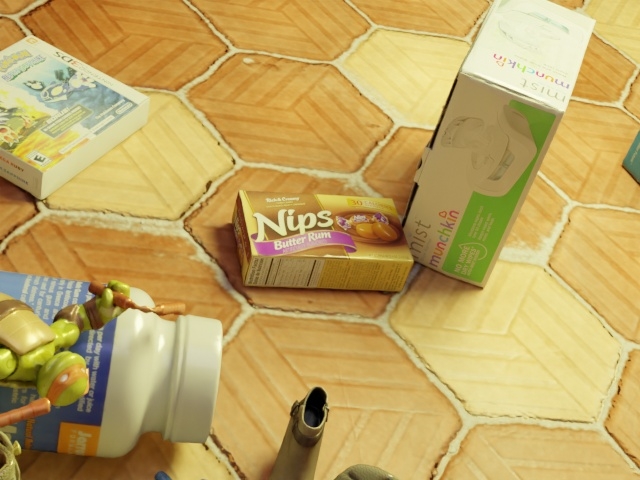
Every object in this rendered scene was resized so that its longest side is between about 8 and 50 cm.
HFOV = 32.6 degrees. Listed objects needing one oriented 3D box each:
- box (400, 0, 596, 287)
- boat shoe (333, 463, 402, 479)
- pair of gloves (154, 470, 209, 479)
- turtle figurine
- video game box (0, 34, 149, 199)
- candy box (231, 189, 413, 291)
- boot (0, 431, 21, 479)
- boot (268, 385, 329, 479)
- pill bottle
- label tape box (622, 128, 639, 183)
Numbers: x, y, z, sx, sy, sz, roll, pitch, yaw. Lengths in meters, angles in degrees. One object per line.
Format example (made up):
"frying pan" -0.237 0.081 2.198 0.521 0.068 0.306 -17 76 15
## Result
"box" 0.199 -0.124 1.279 0.126 0.262 0.231 22 40 6
"boat shoe" 0.111 0.321 0.870 0.123 0.116 0.324 -39 66 1
"pair of gloves" -0.122 0.280 0.898 0.159 0.023 0.198 31 42 16
"turtle figurine" -0.243 0.060 0.835 0.217 0.087 0.269 36 31 15
"video game box" -0.335 -0.152 1.289 0.187 0.048 0.205 26 41 14
"candy box" 0.000 0.000 1.231 0.186 0.053 0.109 4 42 -17
"boot" -0.200 0.229 0.767 0.261 0.204 0.095 10 37 4
"boot" -0.018 0.192 0.983 0.042 0.087 0.118 13 41 -8
"pill bottle" -0.228 0.108 0.954 0.271 0.152 0.152 9 41 -10
"label tape box" 0.565 -0.090 1.376 0.115 0.249 0.348 -11 48 -29
